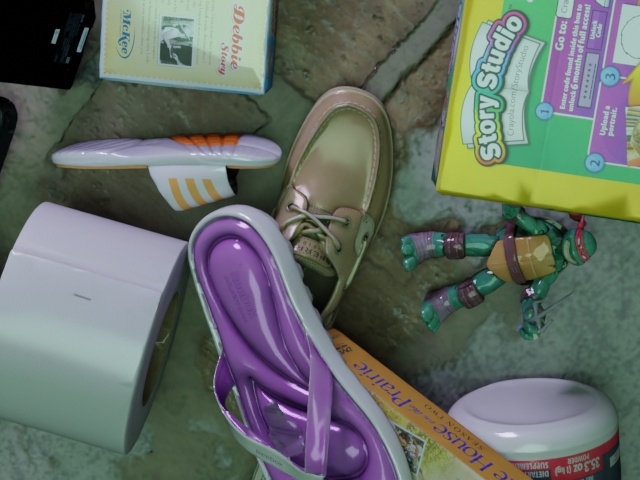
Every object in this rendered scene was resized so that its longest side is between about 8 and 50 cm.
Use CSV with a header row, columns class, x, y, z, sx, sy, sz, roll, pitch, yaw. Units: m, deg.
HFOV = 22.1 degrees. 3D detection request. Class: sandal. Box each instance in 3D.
class,x,y,z,sx,sy,sz,roll,pitch,yaw
sandal,-0.167,-0.073,1.823,0.265,0.102,0.076,0,106,15
sandal,-0.046,0.164,1.733,0.169,0.102,0.416,-34,80,33

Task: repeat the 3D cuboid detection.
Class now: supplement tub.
class,x,y,z,sx,sy,sz,roll,pitch,yaw
supplement tub,0.242,0.306,1.821,0.191,0.191,0.272,-4,104,7

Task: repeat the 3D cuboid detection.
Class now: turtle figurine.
class,x,y,z,sx,sy,sz,roll,pitch,yaw
turtle figurine,0.214,0.022,1.791,0.234,0.118,0.175,-13,88,25

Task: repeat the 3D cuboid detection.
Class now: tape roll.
class,x,y,z,sx,sy,sz,roll,pitch,yaw
tape roll,-0.255,0.096,1.795,0.169,0.246,0.246,17,106,1

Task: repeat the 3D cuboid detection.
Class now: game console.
class,x,y,z,sx,sy,sz,roll,pitch,yaw
game console,-0.390,-0.142,1.796,0.213,0.044,0.361,4,120,-38

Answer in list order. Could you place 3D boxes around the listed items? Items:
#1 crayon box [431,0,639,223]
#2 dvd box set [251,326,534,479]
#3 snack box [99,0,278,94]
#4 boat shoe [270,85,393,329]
class,x,y,z,sx,sy,sz,roll,pitch,yaw
crayon box,0.291,-0.206,1.620,0.313,0.106,0.363,9,100,2
dvd box set,0.104,0.332,1.775,0.420,0.062,0.307,36,124,27
snack box,-0.135,-0.326,1.767,0.187,0.060,0.322,7,105,6
boat shoe,0.000,0.000,1.810,0.122,0.110,0.341,15,106,3
